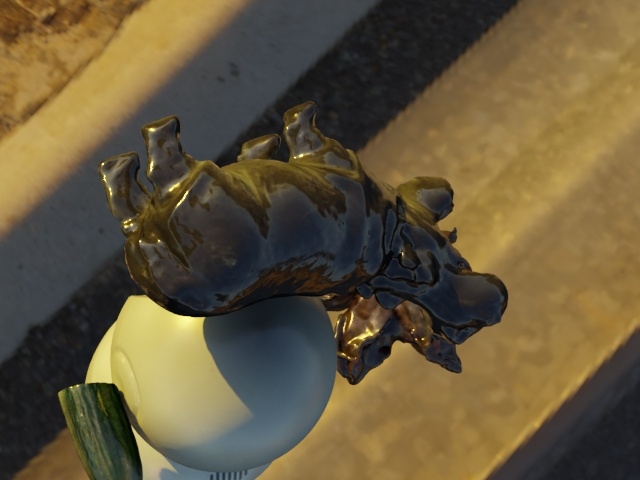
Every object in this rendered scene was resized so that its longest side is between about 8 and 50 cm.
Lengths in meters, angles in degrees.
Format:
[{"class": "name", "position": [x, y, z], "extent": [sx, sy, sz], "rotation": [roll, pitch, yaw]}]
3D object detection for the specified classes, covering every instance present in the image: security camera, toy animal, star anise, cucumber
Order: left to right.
[{"class": "cucumber", "position": [-0.168, 0.163, 1.127], "extent": [0.048, 0.048, 0.105], "rotation": [-16, 73, -20]}, {"class": "security camera", "position": [-0.087, 0.112, 1.204], "extent": [0.195, 0.236, 0.194], "rotation": [7, 70, -19]}, {"class": "toy animal", "position": [0.001, -0.015, 1.103], "extent": [0.343, 0.106, 0.168], "rotation": [7, 62, -36]}, {"class": "star anise", "position": [0.051, 0.045, 1.524], "extent": [0.099, 0.220, 0.214], "rotation": [71, 28, -60]}]
